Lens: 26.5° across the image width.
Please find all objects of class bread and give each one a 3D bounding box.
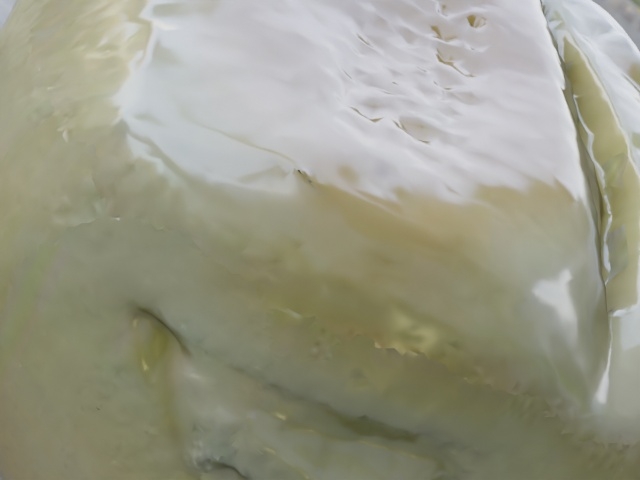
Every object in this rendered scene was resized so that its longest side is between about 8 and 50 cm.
[{"bbox_3d":[0.000,0.000,0.643,0.348,0.253,0.376,23,34,-19],"label":"bread"}]
